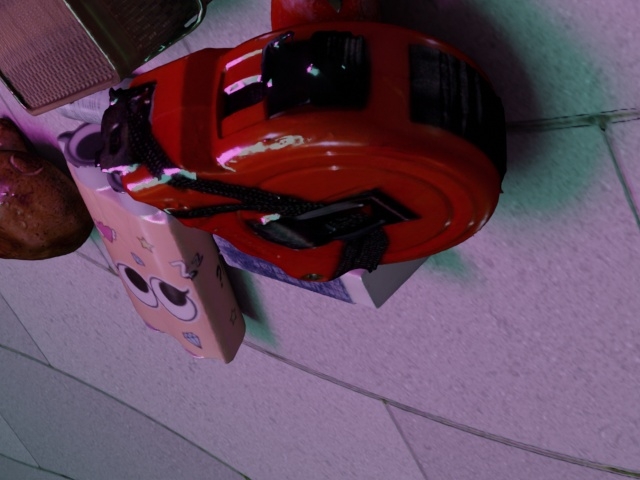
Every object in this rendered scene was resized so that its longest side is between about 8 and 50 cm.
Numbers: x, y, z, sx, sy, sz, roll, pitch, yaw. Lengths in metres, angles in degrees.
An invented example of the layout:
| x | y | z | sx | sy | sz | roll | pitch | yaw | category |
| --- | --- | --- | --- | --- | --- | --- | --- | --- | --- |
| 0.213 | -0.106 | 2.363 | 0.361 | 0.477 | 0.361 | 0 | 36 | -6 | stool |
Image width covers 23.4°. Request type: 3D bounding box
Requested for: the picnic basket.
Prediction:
| x | y | z | sx | sy | sz | roll | pitch | yaw | category |
| --- | --- | --- | --- | --- | --- | --- | --- | --- | --- |
| -0.215 | -0.225 | 1.370 | 0.165 | 0.139 | 0.267 | 53 | 154 | -16 | picnic basket |

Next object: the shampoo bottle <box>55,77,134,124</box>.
| x | y | z | sx | sy | sz | roll | pitch | yaw | category |
| --- | --- | --- | --- | --- | --- | --- | --- | --- | --- |
| -0.249 | -0.153 | 1.639 | 0.195 | 0.056 | 0.056 | 16 | 142 | 49 | shampoo bottle |

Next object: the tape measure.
| x | y | z | sx | sy | sz | roll | pitch | yaw | category |
| --- | --- | --- | --- | --- | --- | --- | --- | --- | --- |
| 0.007 | -0.064 | 1.151 | 0.260 | 0.114 | 0.253 | -16 | 151 | 34 | tape measure |

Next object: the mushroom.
| x | y | z | sx | sy | sz | roll | pitch | yaw | category |
| --- | --- | --- | --- | --- | --- | --- | --- | --- | --- |
| -0.391 | -0.044 | 1.934 | 0.231 | 0.138 | 0.194 | 8 | 137 | 54 | mushroom |

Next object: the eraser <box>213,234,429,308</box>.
| x | y | z | sx | sy | sz | roll | pitch | yaw | category |
| --- | --- | --- | --- | --- | --- | --- | --- | --- | --- |
| 0.000 | 0.000 | 1.437 | 0.212 | 0.092 | 0.046 | 15 | 140 | 47 | eraser |

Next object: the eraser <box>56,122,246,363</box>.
| x | y | z | sx | sy | sz | roll | pitch | yaw | category |
| --- | --- | --- | --- | --- | --- | --- | --- | --- | --- |
| -0.182 | 0.001 | 1.731 | 0.171 | 0.087 | 0.290 | 27 | 150 | 33 | eraser |

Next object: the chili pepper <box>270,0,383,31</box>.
| x | y | z | sx | sy | sz | roll | pitch | yaw | category |
| --- | --- | --- | --- | --- | --- | --- | --- | --- | --- |
| 0.006 | -0.157 | 1.195 | 0.192 | 0.084 | 0.086 | 90 | 164 | -54 | chili pepper |

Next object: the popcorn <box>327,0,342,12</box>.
| x | y | z | sx | sy | sz | roll | pitch | yaw | category |
| --- | --- | --- | --- | --- | --- | --- | --- | --- | --- |
| 0.045 | -0.244 | 0.810 | 0.249 | 0.225 | 0.249 | 46 | 179 | 1 | popcorn |
